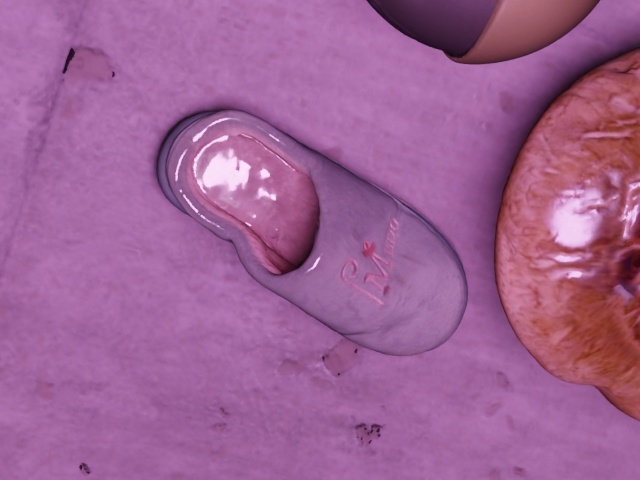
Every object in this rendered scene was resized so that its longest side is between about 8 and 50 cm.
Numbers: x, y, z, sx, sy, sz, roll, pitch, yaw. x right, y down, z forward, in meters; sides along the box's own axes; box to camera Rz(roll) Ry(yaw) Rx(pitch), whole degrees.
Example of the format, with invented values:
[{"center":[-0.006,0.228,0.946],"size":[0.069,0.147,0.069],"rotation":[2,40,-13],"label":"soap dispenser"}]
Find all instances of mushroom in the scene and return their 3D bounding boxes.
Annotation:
[{"center":[0.241,0.002,1.354],"size":[0.278,0.146,0.278],"rotation":[-7,104,-29],"label":"mushroom"}]

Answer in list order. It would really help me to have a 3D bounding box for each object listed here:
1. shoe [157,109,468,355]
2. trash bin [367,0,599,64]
[{"center":[0.000,0.000,1.346],"size":[0.251,0.100,0.103],"rotation":[32,97,-12],"label":"shoe"},{"center":[0.113,-0.278,1.234],"size":[0.214,0.214,0.333],"rotation":[9,99,-10],"label":"trash bin"}]
